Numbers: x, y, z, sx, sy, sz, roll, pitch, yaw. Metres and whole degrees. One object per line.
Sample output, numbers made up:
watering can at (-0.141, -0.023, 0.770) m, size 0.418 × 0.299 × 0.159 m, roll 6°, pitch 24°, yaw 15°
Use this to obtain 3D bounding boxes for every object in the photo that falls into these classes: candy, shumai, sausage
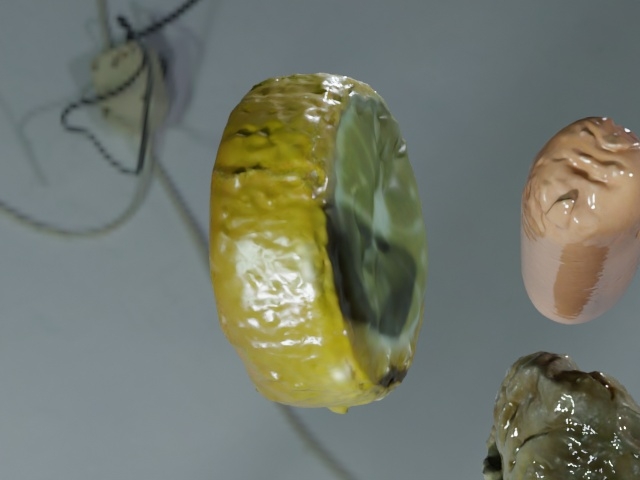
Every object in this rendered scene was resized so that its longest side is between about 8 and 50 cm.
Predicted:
candy at (0.000, 0.000, 1.398) m, size 0.118 × 0.260 × 0.260 m, roll -8°, pitch 51°, yaw 20°
shumai at (0.175, 0.188, 1.369) m, size 0.166 × 0.206 × 0.175 m, roll 34°, pitch 75°, yaw 14°
sausage at (0.175, -0.007, 1.238) m, size 0.086 × 0.289 × 0.086 m, roll -1°, pitch 76°, yaw 4°
